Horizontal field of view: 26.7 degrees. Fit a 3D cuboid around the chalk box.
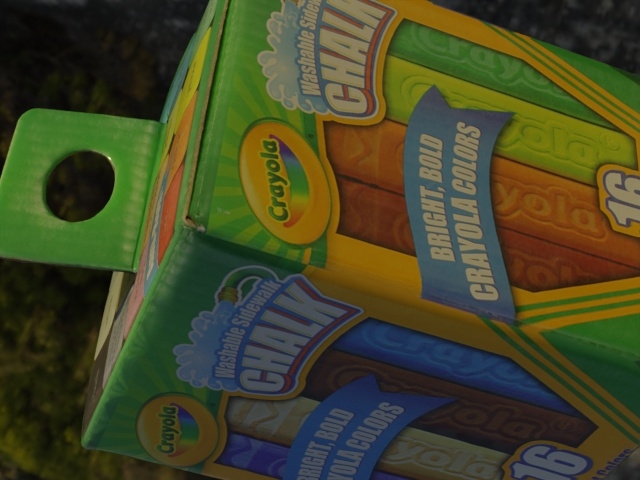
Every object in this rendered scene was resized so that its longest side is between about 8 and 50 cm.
[{"bbox_3d":[0.000,0.000,0.616,0.288,0.180,0.179,16,139,-14],"label":"chalk box"}]
